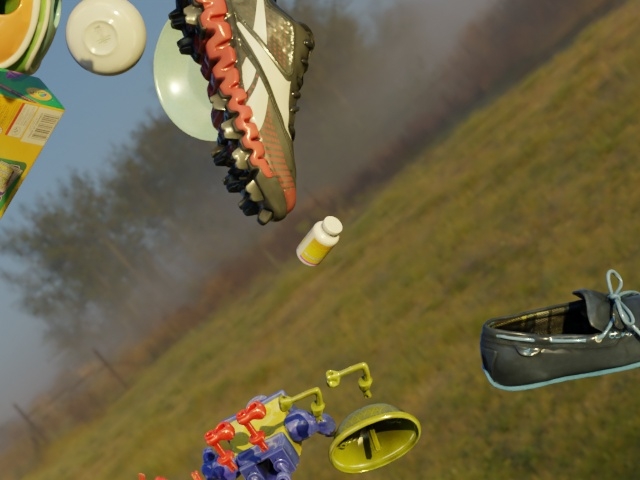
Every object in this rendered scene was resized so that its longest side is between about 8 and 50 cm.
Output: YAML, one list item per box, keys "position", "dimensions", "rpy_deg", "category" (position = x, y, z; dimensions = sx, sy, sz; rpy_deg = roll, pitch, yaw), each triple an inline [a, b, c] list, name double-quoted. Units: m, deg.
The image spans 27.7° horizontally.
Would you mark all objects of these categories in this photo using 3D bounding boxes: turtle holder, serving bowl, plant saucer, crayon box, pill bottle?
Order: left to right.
- position: [-0.472, -0.093, 1.668]
  dimensions: [0.165, 0.081, 0.278]
  rpy_deg: [10, -61, -54]
  category: "crayon box"
- position: [-0.487, -0.353, 1.939]
  dimensions: [0.227, 0.243, 0.320]
  rpy_deg: [-41, -2, 24]
  category: "turtle holder"
- position: [-0.218, -0.206, 1.304]
  dimensions: [0.083, 0.083, 0.027]
  rpy_deg: [-42, 8, 11]
  category: "serving bowl"
- position: [-0.133, -0.229, 1.718]
  dimensions: [0.195, 0.195, 0.037]
  rpy_deg: [-42, -16, 23]
  category: "plant saucer"
- position: [0.000, 0.000, 1.951]
  dimensions: [0.043, 0.043, 0.083]
  rpy_deg: [-41, -7, -47]
  category: "pill bottle"

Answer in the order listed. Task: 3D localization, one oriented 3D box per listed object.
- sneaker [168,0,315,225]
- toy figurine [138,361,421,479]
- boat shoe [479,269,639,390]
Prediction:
- position: [-0.057, -0.153, 1.307]
  dimensions: [0.135, 0.276, 0.097]
  rpy_deg: [-13, -15, -18]
  category: "sneaker"
- position: [-0.064, 0.248, 1.764]
  dimensions: [0.362, 0.191, 0.217]
  rpy_deg: [-30, 25, 7]
  category: "toy figurine"
- position: [0.307, 0.098, 1.456]
  dimensions: [0.258, 0.089, 0.109]
  rpy_deg: [-18, 26, -6]
  category: "boat shoe"
